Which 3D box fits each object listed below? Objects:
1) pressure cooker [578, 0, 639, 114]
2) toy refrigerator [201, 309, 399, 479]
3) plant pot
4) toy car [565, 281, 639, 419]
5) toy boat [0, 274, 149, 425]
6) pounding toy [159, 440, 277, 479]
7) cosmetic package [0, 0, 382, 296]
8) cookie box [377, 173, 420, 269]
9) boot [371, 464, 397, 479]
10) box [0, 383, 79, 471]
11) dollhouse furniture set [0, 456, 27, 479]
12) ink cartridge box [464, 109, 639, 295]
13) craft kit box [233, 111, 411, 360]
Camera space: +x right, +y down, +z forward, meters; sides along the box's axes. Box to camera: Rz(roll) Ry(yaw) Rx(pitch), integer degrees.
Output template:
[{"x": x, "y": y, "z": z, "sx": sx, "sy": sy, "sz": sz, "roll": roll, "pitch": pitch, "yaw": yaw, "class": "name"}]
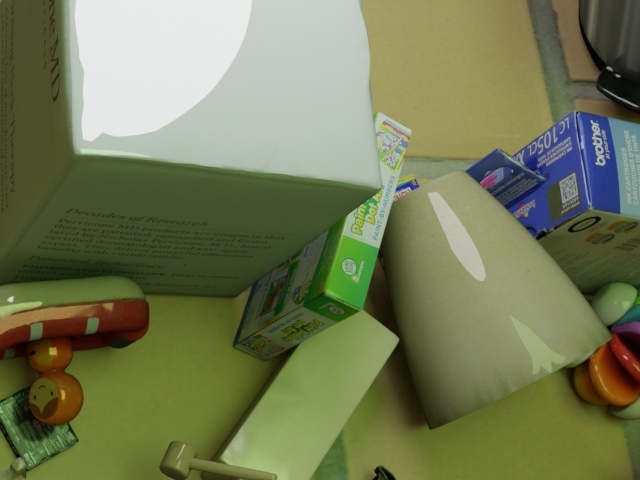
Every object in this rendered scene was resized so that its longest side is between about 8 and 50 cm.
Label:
[{"x": 0.577, "y": -0.403, "z": 1.866, "sx": 0.370, "sy": 0.420, "sz": 0.375, "roll": -10, "pitch": 62, "yaw": 2, "class": "pressure cooker"}, {"x": -0.023, "y": 0.201, "z": 1.498, "sx": 0.102, "sy": 0.094, "sz": 0.269, "roll": 37, "pitch": 57, "yaw": -3, "class": "toy refrigerator"}, {"x": 0.188, "y": 0.060, "z": 1.566, "sx": 0.257, "sy": 0.256, "sz": 0.274, "roll": -23, "pitch": 81, "yaw": -33, "class": "plant pot"}, {"x": 0.434, "y": 0.152, "z": 1.714, "sx": 0.159, "sy": 0.136, "sz": 0.182, "roll": 43, "pitch": 79, "yaw": -6, "class": "toy car"}, {"x": -0.297, "y": 0.127, "z": 1.347, "sx": 0.231, "sy": 0.151, "sz": 0.151, "roll": -5, "pitch": 77, "yaw": -28, "class": "toy boat"}, {"x": -0.101, "y": 0.312, "z": 1.357, "sx": 0.206, "sy": 0.181, "sz": 0.094, "roll": 35, "pitch": 59, "yaw": -12, "class": "pounding toy"}, {"x": -0.175, "y": -0.149, "z": 1.371, "sx": 0.328, "sy": 0.394, "sz": 0.329, "roll": 4, "pitch": 68, "yaw": -26, "class": "cosmetic package"}, {"x": 0.106, "y": -0.026, "z": 1.682, "sx": 0.092, "sy": 0.040, "sz": 0.107, "roll": -21, "pitch": 81, "yaw": -31, "class": "cookie box"}, {"x": 0.110, "y": 0.431, "z": 1.492, "sx": 0.229, "sy": 0.091, "sz": 0.263, "roll": 28, "pitch": 56, "yaw": -10, "class": "boot"}, {"x": -0.319, "y": 0.205, "z": 1.380, "sx": 0.067, "sy": 0.018, "sz": 0.083, "roll": -29, "pitch": 86, "yaw": -33, "class": "box"}, {"x": -0.350, "y": 0.326, "z": 1.194, "sx": 0.356, "sy": 0.174, "sz": 0.303, "roll": -32, "pitch": 73, "yaw": -27, "class": "dollhouse furniture set"}, {"x": 0.386, "y": -0.040, "z": 1.698, "sx": 0.396, "sy": 0.270, "sz": 0.151, "roll": 7, "pitch": 66, "yaw": -26, "class": "ink cartridge box"}, {"x": 0.000, "y": 0.000, "z": 1.494, "sx": 0.061, "sy": 0.247, "sz": 0.249, "roll": 26, "pitch": 62, "yaw": -16, "class": "craft kit box"}]
